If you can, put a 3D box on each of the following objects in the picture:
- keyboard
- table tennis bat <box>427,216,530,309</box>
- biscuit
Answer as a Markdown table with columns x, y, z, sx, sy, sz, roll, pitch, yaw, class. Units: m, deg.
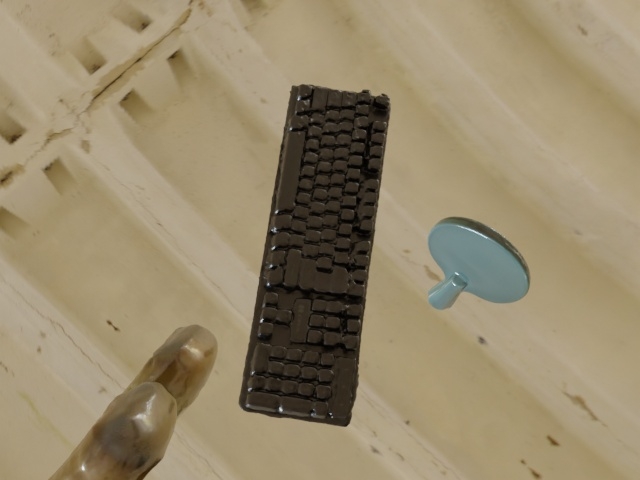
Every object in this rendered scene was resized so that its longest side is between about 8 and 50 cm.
| x | y | z | sx | sy | sz | roll | pitch | yaw | class |
| --- | --- | --- | --- | --- | --- | --- | --- | --- | --- |
| 0.000 | 0.000 | 0.547 | 0.072 | 0.023 | 0.231 | 10 | -111 | -5 | keyboard |
| 0.200 | 0.044 | 1.163 | 0.149 | 0.237 | 0.038 | 37 | -116 | 5 | table tennis bat |
| -0.207 | 0.212 | 0.759 | 0.062 | 0.237 | 0.290 | 42 | -75 | -3 | biscuit |
